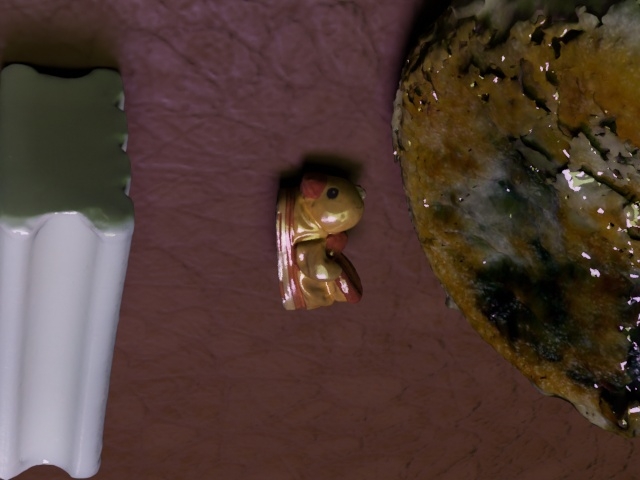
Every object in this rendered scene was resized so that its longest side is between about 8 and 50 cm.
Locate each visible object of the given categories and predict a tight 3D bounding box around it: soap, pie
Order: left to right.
[{"bbox_3d":[-0.189,0.028,0.972,0.088,0.159,0.265,2,136,-13],"label":"soap"},{"bbox_3d":[0.169,-0.028,0.924,0.078,0.296,0.371,-35,144,-31],"label":"pie"}]

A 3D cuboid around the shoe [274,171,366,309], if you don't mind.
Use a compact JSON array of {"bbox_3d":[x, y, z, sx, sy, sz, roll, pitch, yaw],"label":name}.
[{"bbox_3d":[0.000,0.001,1.055,0.069,0.072,0.109,3,97,0],"label":"shoe"}]
